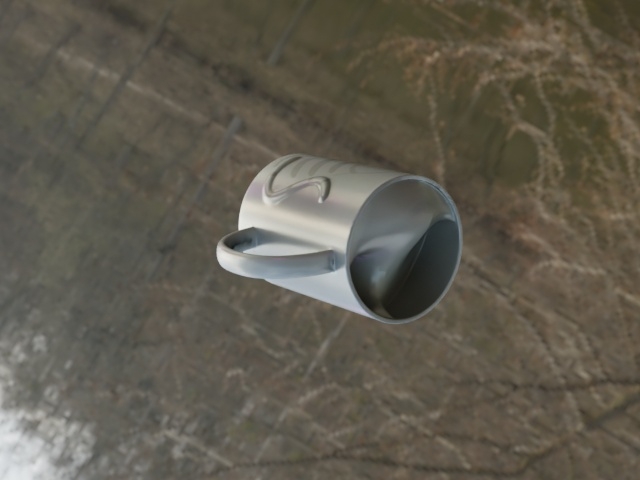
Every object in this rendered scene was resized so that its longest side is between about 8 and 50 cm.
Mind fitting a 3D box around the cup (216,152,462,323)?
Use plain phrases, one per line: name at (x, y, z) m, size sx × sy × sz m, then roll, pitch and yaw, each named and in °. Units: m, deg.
cup at (0.005, -0.009, 0.870) m, size 0.136 × 0.099 × 0.133 m, roll 21°, pitch 178°, yaw -38°
